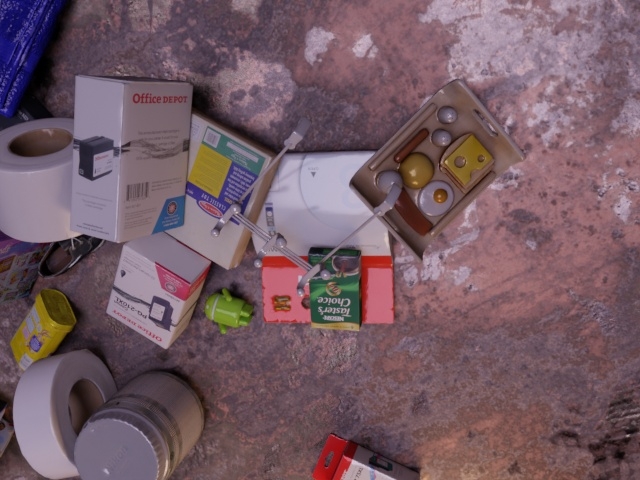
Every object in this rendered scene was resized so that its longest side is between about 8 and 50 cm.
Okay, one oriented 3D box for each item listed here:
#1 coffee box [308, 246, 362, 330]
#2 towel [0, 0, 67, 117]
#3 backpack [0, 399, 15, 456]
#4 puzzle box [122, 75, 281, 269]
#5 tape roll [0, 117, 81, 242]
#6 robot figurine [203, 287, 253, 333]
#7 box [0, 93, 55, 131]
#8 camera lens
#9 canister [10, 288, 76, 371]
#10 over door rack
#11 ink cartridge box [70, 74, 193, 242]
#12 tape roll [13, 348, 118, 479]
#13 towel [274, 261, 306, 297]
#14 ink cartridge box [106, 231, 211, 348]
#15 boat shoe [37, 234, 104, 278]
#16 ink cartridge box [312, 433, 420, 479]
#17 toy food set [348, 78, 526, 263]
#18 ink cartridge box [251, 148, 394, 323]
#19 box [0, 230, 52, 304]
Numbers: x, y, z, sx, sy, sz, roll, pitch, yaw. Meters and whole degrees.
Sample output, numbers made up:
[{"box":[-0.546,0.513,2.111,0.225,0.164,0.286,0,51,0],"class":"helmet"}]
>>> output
[{"box":[0.033,0.106,1.678,0.113,0.040,0.184,4,116,10],"class":"coffee box"},{"box":[-0.708,-0.448,1.686,0.227,0.076,0.308,26,91,0],"class":"towel"},{"box":[-0.909,0.513,1.931,0.263,0.276,0.213,-34,106,20],"class":"backpack"},{"box":[-0.302,-0.149,1.692,0.408,0.052,0.272,30,111,18],"class":"puzzle box"},{"box":[-0.567,-0.131,1.634,0.246,0.246,0.169,6,125,11],"class":"tape roll"},{"box":[-0.213,0.159,1.783,0.115,0.067,0.101,16,117,9],"class":"robot figurine"},{"box":[-0.675,-0.226,1.789,0.156,0.093,0.158,45,106,0],"class":"box"},{"box":[-0.404,0.438,1.778,0.219,0.274,0.220,3,103,11],"class":"camera lens"},{"box":[-0.669,0.219,1.876,0.170,0.073,0.126,-52,53,20],"class":"canister"},{"box":[-0.041,-0.046,1.511,0.239,0.108,0.324,36,125,-12],"class":"over door rack"},{"box":[-0.377,-0.171,1.569,0.129,0.223,0.308,13,105,24],"class":"ink cartridge box"},{"box":[-0.577,0.399,1.805,0.100,0.286,0.286,-15,99,16],"class":"tape roll"},{"box":[-0.068,0.085,1.766,0.060,0.009,0.083,16,106,8],"class":"towel"},{"box":[-0.365,0.106,1.744,0.172,0.100,0.237,31,131,4],"class":"ink cartridge box"},{"box":[-0.571,0.004,1.825,0.233,0.079,0.084,-43,89,16],"class":"boat shoe"},{"box":[0.097,0.559,1.797,0.231,0.078,0.134,23,106,7],"class":"ink cartridge box"},{"box":[0.234,-0.137,1.558,0.306,0.092,0.220,-44,103,1],"class":"toy food set"},{"box":[0.000,0.000,1.684,0.308,0.091,0.385,-1,98,12],"class":"ink cartridge box"},{"box":[-0.734,0.062,1.759,0.057,0.293,0.201,33,106,10],"class":"box"}]
